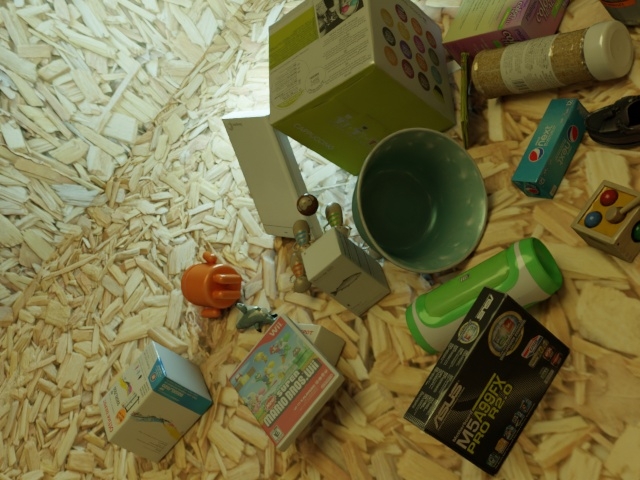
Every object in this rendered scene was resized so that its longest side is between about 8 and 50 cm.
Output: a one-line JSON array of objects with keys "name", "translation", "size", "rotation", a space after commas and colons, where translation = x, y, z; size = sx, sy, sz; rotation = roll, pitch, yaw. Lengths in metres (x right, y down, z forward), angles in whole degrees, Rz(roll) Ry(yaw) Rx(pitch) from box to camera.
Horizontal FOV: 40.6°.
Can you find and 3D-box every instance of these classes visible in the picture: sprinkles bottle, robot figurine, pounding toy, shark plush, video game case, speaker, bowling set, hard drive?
[{"name": "sprinkles bottle", "translation": [0.507, -0.396, 1.927], "size": [0.355, 0.121, 0.121], "rotation": [-1, 59, 50]}, {"name": "robot figurine", "translation": [-0.307, 0.123, 2.419], "size": [0.219, 0.158, 0.128], "rotation": [1, 38, 51]}, {"name": "pounding toy", "translation": [0.549, -0.047, 1.573], "size": [0.130, 0.100, 0.141], "rotation": [-54, 33, -1]}, {"name": "shark plush", "translation": [-0.155, 0.208, 2.255], "size": [0.161, 0.073, 0.067], "rotation": [7, 83, 30]}, {"name": "video game case", "translation": [-0.082, 0.305, 1.908], "size": [0.204, 0.025, 0.285], "rotation": [-50, 36, 1]}, {"name": "speaker", "translation": [0.315, 0.110, 1.689], "size": [0.296, 0.131, 0.131], "rotation": [-33, 38, 27]}, {"name": "bowling set", "translation": [0.000, 0.000, 2.082], "size": [0.287, 0.200, 0.154], "rotation": [-33, 41, 18]}, {"name": "hard drive", "translation": [-0.130, -0.173, 2.303], "size": [0.047, 0.353, 0.233], "rotation": [-31, 22, -30]}]

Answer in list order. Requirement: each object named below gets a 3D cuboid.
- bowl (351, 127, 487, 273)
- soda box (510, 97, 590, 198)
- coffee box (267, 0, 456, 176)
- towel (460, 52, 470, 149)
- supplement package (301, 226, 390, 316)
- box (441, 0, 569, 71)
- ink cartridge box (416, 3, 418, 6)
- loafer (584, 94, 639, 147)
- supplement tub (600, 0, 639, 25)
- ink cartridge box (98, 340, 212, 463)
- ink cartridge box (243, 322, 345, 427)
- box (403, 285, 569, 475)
[{"name": "bowl", "translation": [0.192, -0.078, 1.897], "size": [0.311, 0.311, 0.163], "rotation": [-63, 15, -15]}, {"name": "soda box", "translation": [0.486, -0.194, 1.816], "size": [0.071, 0.067, 0.210], "rotation": [11, 68, 54]}, {"name": "coffee box", "translation": [0.098, -0.419, 2.196], "size": [0.338, 0.338, 0.334], "rotation": [-25, 55, 34]}, {"name": "towel", "translation": [0.353, -0.339, 2.090], "size": [0.021, 0.102, 0.237], "rotation": [-3, 53, 15]}, {"name": "supplement package", "translation": [0.058, 0.073, 1.980], "size": [0.105, 0.179, 0.105], "rotation": [-40, 35, 19]}, {"name": "box", "translation": [0.456, -0.544, 2.120], "size": [0.243, 0.117, 0.213], "rotation": [-2, 54, 50]}, {"name": "ink cartridge box", "translation": [0.242, -0.550, 2.458], "size": [0.189, 0.066, 0.232], "rotation": [-38, 28, 20]}, {"name": "loafer", "translation": [0.632, -0.245, 1.661], "size": [0.302, 0.095, 0.109], "rotation": [8, 67, 53]}, {"name": "supplement tub", "translation": [0.625, -0.628, 1.805], "size": [0.207, 0.338, 0.207], "rotation": [-31, 38, 29]}, {"name": "ink cartridge box", "translation": [-0.433, 0.422, 2.256], "size": [0.232, 0.168, 0.171], "rotation": [-49, 34, 7]}, {"name": "ink cartridge box", "translation": [-0.060, 0.302, 1.988], "size": [0.160, 0.092, 0.219], "rotation": [-2, 58, 48]}, {"name": "box", "translation": [0.294, 0.247, 1.505], "size": [0.270, 0.216, 0.060], "rotation": [-56, 34, -7]}]
